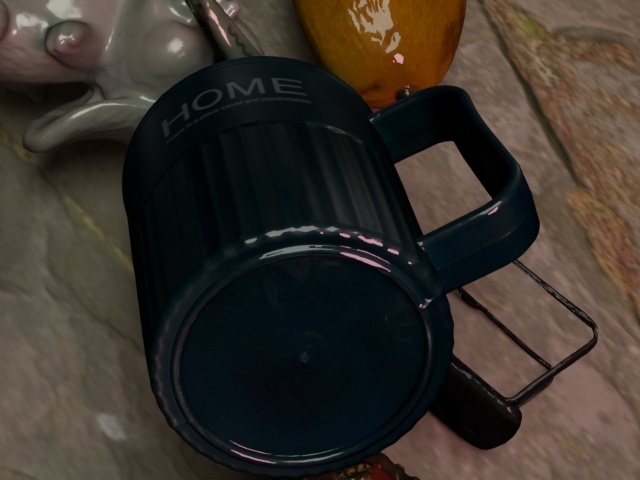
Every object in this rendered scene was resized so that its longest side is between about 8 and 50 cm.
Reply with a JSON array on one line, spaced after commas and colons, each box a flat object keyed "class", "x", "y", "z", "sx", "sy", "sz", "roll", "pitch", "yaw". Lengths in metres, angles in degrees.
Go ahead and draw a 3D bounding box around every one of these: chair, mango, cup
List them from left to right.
[{"class": "cup", "x": -0.004, "y": 0.016, "z": 1.001, "sx": 0.308, "sy": 0.242, "sz": 0.292, "roll": -1, "pitch": 30, "yaw": -9}, {"class": "mango", "x": 0.058, "y": -0.291, "z": 1.282, "sx": 0.187, "sy": 0.144, "sz": 0.359, "roll": 5, "pitch": 61, "yaw": -9}, {"class": "chair", "x": 0.111, "y": 0.130, "z": 1.091, "sx": 0.145, "sy": 0.140, "sz": 0.221, "roll": 41, "pitch": 69, "yaw": 10}]

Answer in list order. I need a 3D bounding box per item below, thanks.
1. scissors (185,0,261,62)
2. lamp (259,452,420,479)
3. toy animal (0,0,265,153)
[{"class": "scissors", "x": -0.038, "y": -0.116, "z": 1.149, "sx": 0.138, "sy": 0.041, "sz": 0.289, "roll": -51, "pitch": 122, "yaw": -25}, {"class": "lamp", "x": -0.023, "y": 0.265, "z": 0.961, "sx": 0.274, "sy": 0.177, "sz": 0.177, "roll": -11, "pitch": 65, "yaw": -36}, {"class": "toy animal", "x": -0.206, "y": -0.179, "z": 1.177, "sx": 0.289, "sy": 0.174, "sz": 0.249, "roll": 33, "pitch": 53, "yaw": 9}]
